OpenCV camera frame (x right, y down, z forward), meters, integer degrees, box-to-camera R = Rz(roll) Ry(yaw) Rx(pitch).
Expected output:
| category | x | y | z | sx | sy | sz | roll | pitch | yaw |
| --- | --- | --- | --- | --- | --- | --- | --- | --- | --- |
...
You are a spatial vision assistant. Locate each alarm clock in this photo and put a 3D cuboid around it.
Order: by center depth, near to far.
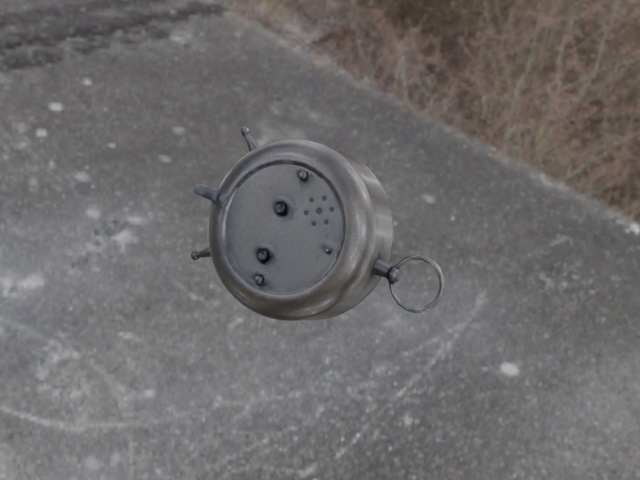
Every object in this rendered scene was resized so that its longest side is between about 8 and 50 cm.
| category | x | y | z | sx | sy | sz | roll | pitch | yaw |
| --- | --- | --- | --- | --- | --- | --- | --- | --- | --- |
| alarm clock | 0.000 | 0.000 | 0.724 | 0.192 | 0.129 | 0.064 | 23 | 6 | 18 |
